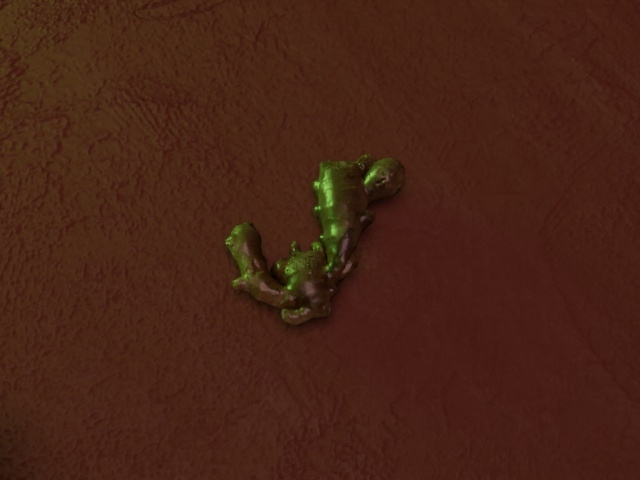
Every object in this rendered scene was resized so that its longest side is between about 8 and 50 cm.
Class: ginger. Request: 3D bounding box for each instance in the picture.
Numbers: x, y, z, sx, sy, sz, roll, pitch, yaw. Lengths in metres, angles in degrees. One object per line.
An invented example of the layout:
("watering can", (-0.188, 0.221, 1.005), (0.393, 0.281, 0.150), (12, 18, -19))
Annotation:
("ginger", (0.000, 0.000, 1.859), (0.193, 0.052, 0.176), (-8, 74, 3))
